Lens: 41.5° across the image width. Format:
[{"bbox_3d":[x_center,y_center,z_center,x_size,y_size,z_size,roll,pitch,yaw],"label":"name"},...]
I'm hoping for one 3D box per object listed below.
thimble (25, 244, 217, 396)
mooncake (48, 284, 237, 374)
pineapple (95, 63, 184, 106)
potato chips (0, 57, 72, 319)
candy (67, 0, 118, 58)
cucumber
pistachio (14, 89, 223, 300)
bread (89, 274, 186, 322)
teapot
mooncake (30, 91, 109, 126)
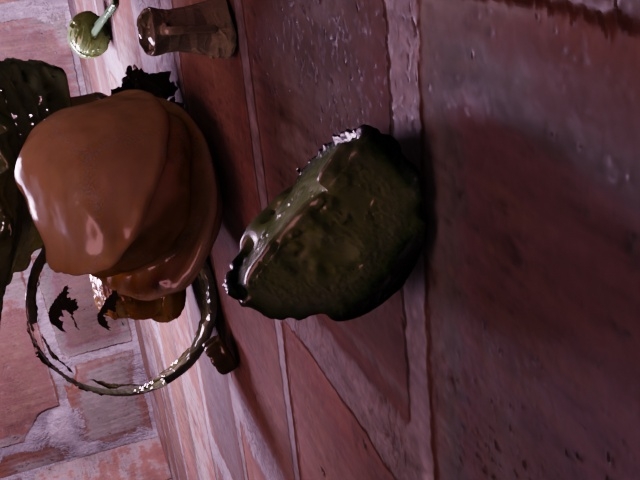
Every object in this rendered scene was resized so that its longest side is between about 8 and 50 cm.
[{"bbox_3d":[-0.285,0.092,1.205,0.150,0.271,0.270,163,94,-71],"label":"thimble"},{"bbox_3d":[-0.187,0.113,1.012,0.347,0.057,0.150,39,-175,-46],"label":"mooncake"},{"bbox_3d":[-0.252,-0.147,1.180,0.251,0.125,0.125,116,139,-57],"label":"pineapple"},{"bbox_3d":[-0.439,-0.066,1.210,0.373,0.097,0.389,-103,23,-67],"label":"potato chips"},{"bbox_3d":[-0.436,-0.430,1.664,0.092,0.093,0.335,37,165,-21],"label":"candy"},{"bbox_3d":[0.000,0.000,0.513,0.115,0.086,0.193,-59,16,-5],"label":"cucumber"},{"bbox_3d":[-0.232,-0.057,0.999,0.321,0.229,0.237,40,108,51],"label":"pistachio"},{"bbox_3d":[-0.309,-0.034,1.387,0.195,0.149,0.343,179,81,-67],"label":"bread"},{"bbox_3d":[-0.121,-0.188,0.756,0.067,0.083,0.057,-144,48,-69],"label":"teapot"},{"bbox_3d":[-0.425,-0.135,1.599,0.284,0.156,0.284,-12,-90,-89],"label":"mooncake"}]
